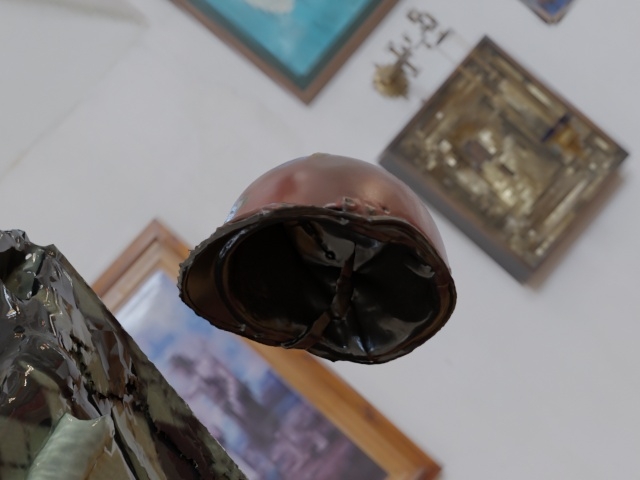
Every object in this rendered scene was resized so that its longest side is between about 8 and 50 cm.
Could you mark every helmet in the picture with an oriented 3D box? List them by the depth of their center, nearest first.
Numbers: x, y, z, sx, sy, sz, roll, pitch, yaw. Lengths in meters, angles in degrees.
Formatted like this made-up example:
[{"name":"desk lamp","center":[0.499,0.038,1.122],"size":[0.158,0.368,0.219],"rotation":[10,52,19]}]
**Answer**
[{"name":"helmet","center":[-0.001,-0.001,0.430],"size":[0.065,0.084,0.049],"rotation":[-47,33,40]}]

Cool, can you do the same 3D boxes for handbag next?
[{"name":"handbag","center":[-0.073,0.202,0.503],"size":[0.180,0.316,0.416],"rotation":[-24,25,5]}]
